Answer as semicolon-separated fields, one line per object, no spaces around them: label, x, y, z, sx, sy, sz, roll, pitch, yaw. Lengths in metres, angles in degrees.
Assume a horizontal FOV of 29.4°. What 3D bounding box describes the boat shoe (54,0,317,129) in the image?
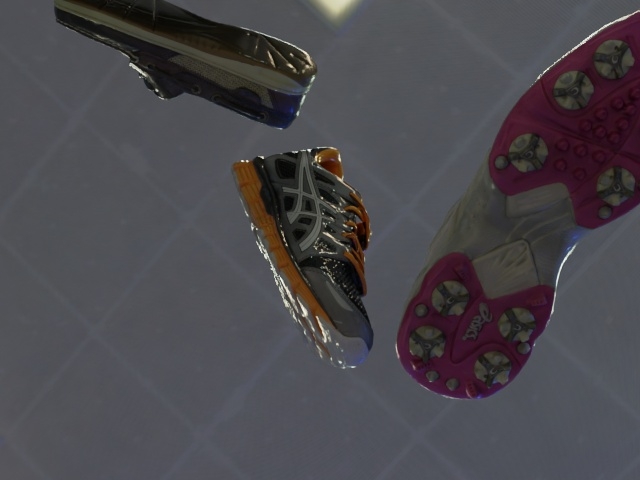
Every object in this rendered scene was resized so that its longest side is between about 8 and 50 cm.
boat shoe;-0.117;-0.148;1.005;0.223;0.080;0.073;17;-63;-4

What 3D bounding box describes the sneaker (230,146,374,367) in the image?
sneaker;0.000;0.000;0.853;0.083;0.084;0.215;-20;-136;-5

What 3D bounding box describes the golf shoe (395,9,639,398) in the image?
golf shoe;0.150;-0.036;0.868;0.115;0.140;0.306;33;-75;-9
